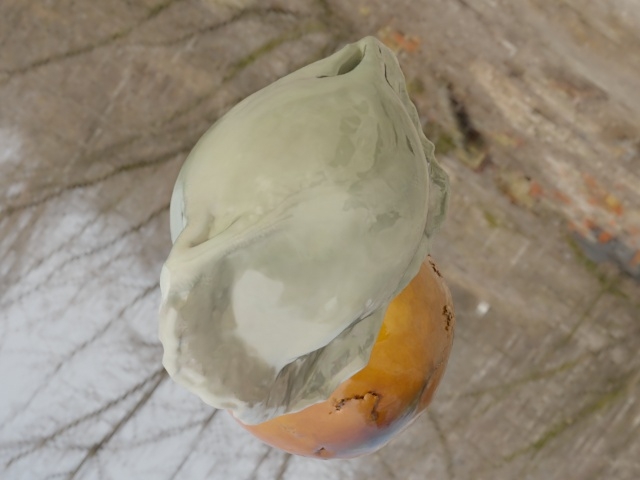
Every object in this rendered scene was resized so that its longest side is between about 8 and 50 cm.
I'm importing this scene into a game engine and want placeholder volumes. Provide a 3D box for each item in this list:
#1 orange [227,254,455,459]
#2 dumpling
[{"bbox_3d":[0.008,0.084,1.217,0.246,0.246,0.246,36,-178,-1],"label":"orange"},{"bbox_3d":[0.000,0.000,0.638,0.124,0.229,0.151,6,134,40],"label":"dumpling"}]
